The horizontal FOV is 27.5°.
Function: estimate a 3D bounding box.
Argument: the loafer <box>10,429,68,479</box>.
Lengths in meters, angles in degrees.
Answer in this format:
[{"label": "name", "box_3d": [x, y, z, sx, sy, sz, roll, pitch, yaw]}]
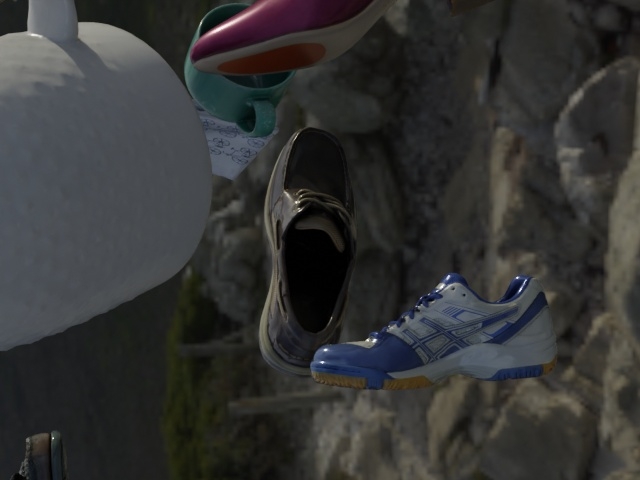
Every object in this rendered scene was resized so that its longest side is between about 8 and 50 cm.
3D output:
[{"label": "loafer", "box_3d": [-0.299, 0.307, 1.341, 0.096, 0.084, 0.267, -104, 16, -54]}]

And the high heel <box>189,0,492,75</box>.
[{"label": "high heel", "box_3d": [0.017, -0.309, 1.473, 0.127, 0.377, 0.181, 107, 145, -78]}]

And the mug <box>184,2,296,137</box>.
[{"label": "mug", "box_3d": [-0.104, -0.197, 1.584, 0.097, 0.130, 0.157, 125, 166, -54]}]

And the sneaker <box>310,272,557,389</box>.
[{"label": "sneaker", "box_3d": [0.129, 0.105, 1.535, 0.112, 0.297, 0.130, 175, 90, -76]}]

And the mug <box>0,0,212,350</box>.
[{"label": "mug", "box_3d": [-0.297, -0.081, 1.153, 0.276, 0.328, 0.374, 18, 115, 28]}]

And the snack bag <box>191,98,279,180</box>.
[{"label": "snack bag", "box_3d": [-0.273, -0.193, 2.278, 0.323, 0.343, 0.037, 148, 134, -68]}]

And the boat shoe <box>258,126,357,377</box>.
[{"label": "boat shoe", "box_3d": [0.000, 0.000, 1.705, 0.130, 0.132, 0.355, 125, 149, -59]}]

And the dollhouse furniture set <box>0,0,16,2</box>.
[{"label": "dollhouse furniture set", "box_3d": [-0.498, -0.343, 1.887, 0.161, 0.182, 0.101, 39, 100, 35]}]
